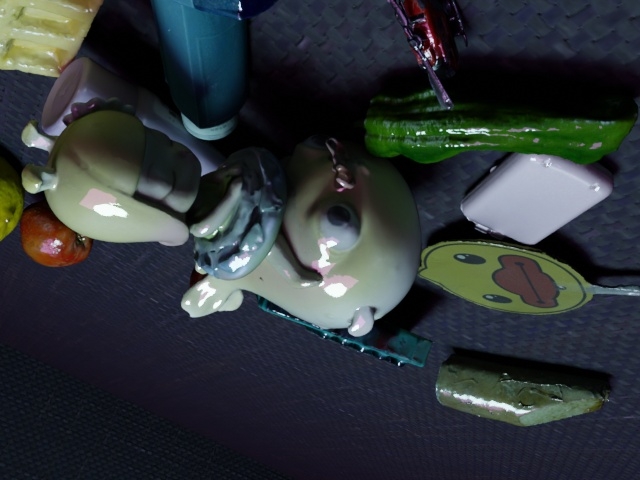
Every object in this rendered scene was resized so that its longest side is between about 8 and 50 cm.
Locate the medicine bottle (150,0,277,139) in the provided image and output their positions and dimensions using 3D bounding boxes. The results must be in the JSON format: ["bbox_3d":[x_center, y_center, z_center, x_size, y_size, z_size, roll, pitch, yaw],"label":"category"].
[{"bbox_3d":[-0.096,-0.183,0.569,0.124,0.079,0.258,35,154,10],"label":"medicine bottle"}]

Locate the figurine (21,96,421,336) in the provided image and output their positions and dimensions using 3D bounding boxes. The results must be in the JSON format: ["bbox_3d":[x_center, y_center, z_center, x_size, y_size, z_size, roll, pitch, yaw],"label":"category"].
[{"bbox_3d":[-0.096,-0.009,0.626,0.394,0.226,0.274,17,128,-33],"label":"figurine"}]

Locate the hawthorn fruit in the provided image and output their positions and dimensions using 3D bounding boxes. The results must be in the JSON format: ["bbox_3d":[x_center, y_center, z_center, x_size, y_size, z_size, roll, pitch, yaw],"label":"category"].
[{"bbox_3d":[-0.454,-0.011,1.081,0.128,0.128,0.128,16,151,9],"label":"hawthorn fruit"}]

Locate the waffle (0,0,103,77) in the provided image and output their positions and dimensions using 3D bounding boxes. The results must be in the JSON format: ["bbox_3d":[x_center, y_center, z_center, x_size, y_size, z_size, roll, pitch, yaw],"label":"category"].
[{"bbox_3d":[-0.284,-0.233,0.561,0.168,0.057,0.274,-1,167,-36],"label":"waffle"}]

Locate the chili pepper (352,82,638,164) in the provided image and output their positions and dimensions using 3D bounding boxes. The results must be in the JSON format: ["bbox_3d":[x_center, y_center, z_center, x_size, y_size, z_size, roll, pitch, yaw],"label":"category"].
[{"bbox_3d":[0.139,-0.102,0.564,0.257,0.100,0.074,10,112,24],"label":"chili pepper"}]

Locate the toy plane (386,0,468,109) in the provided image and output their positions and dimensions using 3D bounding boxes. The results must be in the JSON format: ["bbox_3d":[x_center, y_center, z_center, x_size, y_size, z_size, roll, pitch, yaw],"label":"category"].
[{"bbox_3d":[0.078,-0.177,0.495,0.037,0.060,0.145,-4,127,39],"label":"toy plane"}]

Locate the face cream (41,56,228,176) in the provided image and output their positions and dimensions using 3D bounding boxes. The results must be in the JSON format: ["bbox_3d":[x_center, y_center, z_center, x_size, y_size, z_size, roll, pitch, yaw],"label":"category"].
[{"bbox_3d":[-0.172,-0.101,0.726,0.274,0.096,0.154,29,175,-40],"label":"face cream"}]

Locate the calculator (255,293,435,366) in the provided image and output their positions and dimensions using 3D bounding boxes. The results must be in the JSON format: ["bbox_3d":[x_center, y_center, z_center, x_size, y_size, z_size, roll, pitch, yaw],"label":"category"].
[{"bbox_3d":[0.025,0.130,0.983,0.274,0.058,0.248,22,173,-5],"label":"calculator"}]

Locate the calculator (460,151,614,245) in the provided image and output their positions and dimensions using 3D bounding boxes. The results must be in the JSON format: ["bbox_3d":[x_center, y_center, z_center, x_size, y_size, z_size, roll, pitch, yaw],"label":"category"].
[{"bbox_3d":[0.218,-0.046,0.650,0.100,0.032,0.175,24,152,-7],"label":"calculator"}]

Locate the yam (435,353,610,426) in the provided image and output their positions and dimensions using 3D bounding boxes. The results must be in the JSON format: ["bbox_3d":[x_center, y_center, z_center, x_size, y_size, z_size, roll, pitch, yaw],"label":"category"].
[{"bbox_3d":[0.328,0.252,1.027,0.259,0.106,0.106,7,149,27],"label":"yam"}]

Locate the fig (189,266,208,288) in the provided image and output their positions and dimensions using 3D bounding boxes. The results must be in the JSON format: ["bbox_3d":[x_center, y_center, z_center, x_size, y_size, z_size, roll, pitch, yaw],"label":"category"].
[{"bbox_3d":[-0.173,0.077,1.089,0.089,0.088,0.125,15,170,11],"label":"fig"}]

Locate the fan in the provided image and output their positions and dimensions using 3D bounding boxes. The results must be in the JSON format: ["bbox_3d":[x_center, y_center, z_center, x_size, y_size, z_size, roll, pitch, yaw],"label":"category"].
[{"bbox_3d":[0.267,0.052,0.779,0.335,0.011,0.229,2,154,35],"label":"fan"}]

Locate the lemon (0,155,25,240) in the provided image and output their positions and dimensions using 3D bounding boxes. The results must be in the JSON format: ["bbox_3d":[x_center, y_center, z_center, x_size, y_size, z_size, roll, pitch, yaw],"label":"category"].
[{"bbox_3d":[-0.574,-0.071,0.991,0.203,0.178,0.178,18,151,8],"label":"lemon"}]
